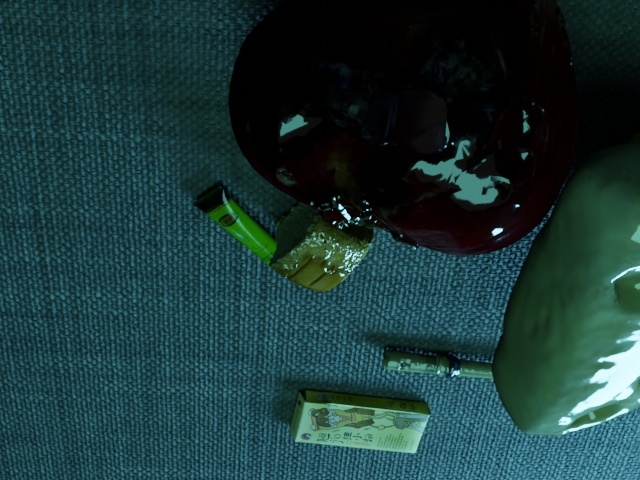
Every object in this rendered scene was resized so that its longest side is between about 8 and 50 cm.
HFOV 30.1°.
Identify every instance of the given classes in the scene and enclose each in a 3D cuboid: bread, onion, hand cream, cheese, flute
[{"bbox_3d":[0.001,0.002,1.115,0.070,0.076,0.083,30,124,-21],"label":"bread"},{"bbox_3d":[0.064,-0.108,0.930,0.281,0.221,0.280,6,113,15],"label":"onion"},{"bbox_3d":[-0.068,-0.007,1.142,0.036,0.023,0.122,-30,123,29],"label":"hand cream"},{"bbox_3d":[0.316,0.049,1.046,0.351,0.129,0.328,-4,140,-29],"label":"cheese"},{"bbox_3d":[0.180,0.139,1.278,0.233,0.027,0.027,7,132,-7],"label":"flute"}]

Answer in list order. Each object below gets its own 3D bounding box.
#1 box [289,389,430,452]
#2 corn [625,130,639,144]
[{"bbox_3d":[0.044,0.204,1.339,0.149,0.020,0.073,7,133,-6],"label":"box"},{"bbox_3d":[0.300,-0.033,1.097,0.085,0.063,0.165,-21,141,-24],"label":"corn"}]
